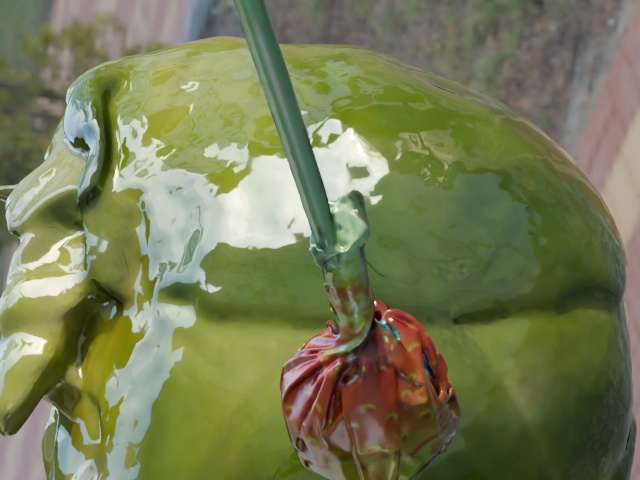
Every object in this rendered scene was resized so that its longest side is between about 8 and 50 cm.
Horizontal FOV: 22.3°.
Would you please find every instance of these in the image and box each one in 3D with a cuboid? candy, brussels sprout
[{"bbox_3d":[0.000,0.000,0.489,0.060,0.060,0.201,-107,0,-53],"label":"candy"},{"bbox_3d":[0.001,0.060,0.833,0.276,0.315,0.371,77,167,-52],"label":"brussels sprout"}]
